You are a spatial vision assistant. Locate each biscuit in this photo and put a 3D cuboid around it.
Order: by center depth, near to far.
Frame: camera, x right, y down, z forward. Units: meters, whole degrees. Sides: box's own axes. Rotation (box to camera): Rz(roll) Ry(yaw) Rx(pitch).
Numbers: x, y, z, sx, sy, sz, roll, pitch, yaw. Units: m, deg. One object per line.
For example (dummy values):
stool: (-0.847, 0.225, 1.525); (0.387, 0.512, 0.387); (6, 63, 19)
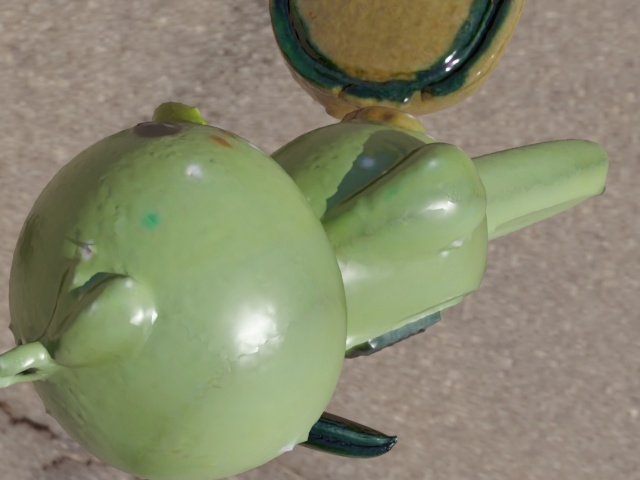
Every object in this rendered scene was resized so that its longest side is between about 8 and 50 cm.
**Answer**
biscuit: (0.040, -0.267, 1.312); (0.287, 0.057, 0.344); (7, 71, 9)

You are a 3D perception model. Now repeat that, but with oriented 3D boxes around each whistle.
whistle: (-0.007, -0.008, 0.614); (0.294, 0.141, 0.141); (-35, 110, -39)

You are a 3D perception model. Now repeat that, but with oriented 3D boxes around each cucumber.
cucumber: (-0.031, 0.141, 1.235); (0.184, 0.036, 0.033); (18, 107, 5)
